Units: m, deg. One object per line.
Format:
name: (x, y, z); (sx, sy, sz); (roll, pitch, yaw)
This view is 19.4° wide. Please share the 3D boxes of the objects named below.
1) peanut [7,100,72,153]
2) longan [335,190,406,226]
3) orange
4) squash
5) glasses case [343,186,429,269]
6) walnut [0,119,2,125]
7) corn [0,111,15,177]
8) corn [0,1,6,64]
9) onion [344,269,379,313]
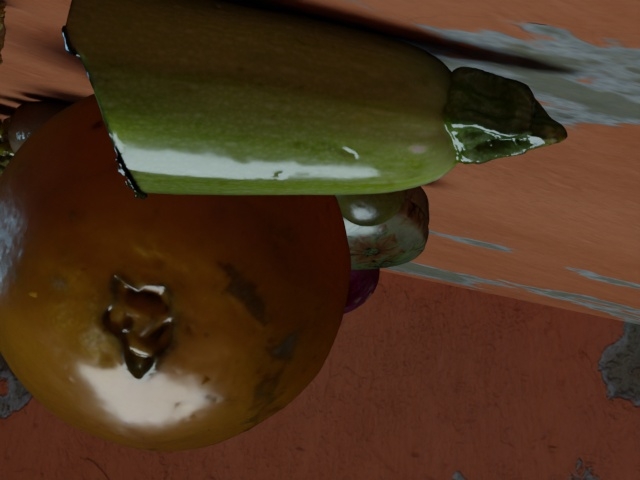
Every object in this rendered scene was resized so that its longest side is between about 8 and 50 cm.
peanut: (-0.263, -0.107, 1.943); (0.152, 0.076, 0.076); (12, 177, 34)
longan: (0.049, -0.050, 1.740); (0.083, 0.075, 0.075); (-33, -156, -30)
orange: (-0.128, 0.020, 1.539); (0.312, 0.312, 0.312); (13, 177, 1)
squash: (-0.007, -0.067, 1.087); (0.287, 0.137, 0.137); (12, 177, -3)
glasses case: (-0.103, -0.030, 1.876); (0.425, 0.098, 0.156); (3, 158, 8)
walnut: (-0.403, -0.092, 2.222); (0.238, 0.141, 0.204); (10, 172, 8)
corn: (-0.218, -0.077, 2.067); (0.319, 0.097, 0.097); (12, 177, -6)
corn: (-0.301, -0.157, 1.298); (0.165, 0.063, 0.085); (12, 153, -5)
onion: (-0.008, 0.007, 2.237); (0.177, 0.153, 0.177); (18, -167, -4)
